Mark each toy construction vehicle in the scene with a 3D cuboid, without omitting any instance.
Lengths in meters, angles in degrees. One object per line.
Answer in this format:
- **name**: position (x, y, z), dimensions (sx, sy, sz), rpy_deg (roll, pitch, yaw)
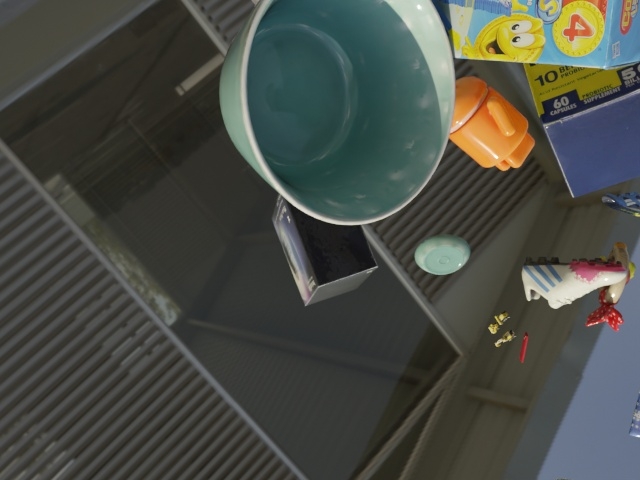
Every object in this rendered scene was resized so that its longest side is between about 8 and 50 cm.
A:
- **toy construction vehicle**: position (0.573, 0.283, 2.169), dimensions (0.035, 0.085, 0.098), rpy_deg (-12, 154, -35)

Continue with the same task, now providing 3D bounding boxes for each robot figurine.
- **robot figurine**: position (0.313, -0.231, 1.327), dimensions (0.128, 0.219, 0.158), rpy_deg (-46, -167, 26)

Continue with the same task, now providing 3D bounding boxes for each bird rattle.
- **bird rattle**: position (0.817, 0.121, 1.936), dimensions (0.143, 0.206, 0.253), rpy_deg (18, -136, 17)

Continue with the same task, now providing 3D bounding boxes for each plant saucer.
- **plant saucer**: position (0.262, 0.036, 1.457), dimensions (0.119, 0.119, 0.021), rpy_deg (-31, -144, 28)

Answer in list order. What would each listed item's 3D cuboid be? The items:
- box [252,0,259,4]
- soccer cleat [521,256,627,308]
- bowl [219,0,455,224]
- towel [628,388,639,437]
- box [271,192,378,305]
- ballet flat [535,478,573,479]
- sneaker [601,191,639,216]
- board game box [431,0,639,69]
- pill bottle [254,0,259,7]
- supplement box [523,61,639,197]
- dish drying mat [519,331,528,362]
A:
- **box**: position (-0.016, -0.496, 1.392), dimensions (0.142, 0.163, 0.247), rpy_deg (-44, -162, -9)
- **soccer cleat**: position (0.687, 0.118, 1.854), dimensions (0.116, 0.143, 0.331), rpy_deg (-2, -179, -27)
- **bowl**: position (0.002, -0.182, 0.842), dimensions (0.311, 0.311, 0.163), rpy_deg (-44, -151, -21)
- **towel**: position (0.601, 0.161, 0.952), dimensions (0.243, 0.335, 0.040), rpy_deg (16, -171, 27)
- **box**: position (0.000, 0.000, 1.888), dimensions (0.183, 0.293, 0.296), rpy_deg (-20, 168, -13)
- **ballet flat**: position (0.517, 0.503, 1.343), dimensions (0.207, 0.073, 0.067), rpy_deg (4, -139, 10)
- **sneaker**: position (0.884, -0.115, 1.976), dimensions (0.053, 0.144, 0.059), rpy_deg (158, -51, -80)
- **board game box**: position (0.229, -0.369, 0.800), dimensions (0.086, 0.307, 0.302), rpy_deg (-19, -154, -38)
- **pill bottle**: position (-0.087, -0.308, 1.214), dimensions (0.124, 0.124, 0.221), rpy_deg (-8, -107, 64)
- **supplement box**: position (0.480, -0.288, 1.210), dimensions (0.194, 0.195, 0.356), rpy_deg (-20, -135, 22)
- **dish drying mat**: position (0.583, 0.306, 1.954), dimensions (0.008, 0.083, 0.032), rpy_deg (8, -163, 3)
